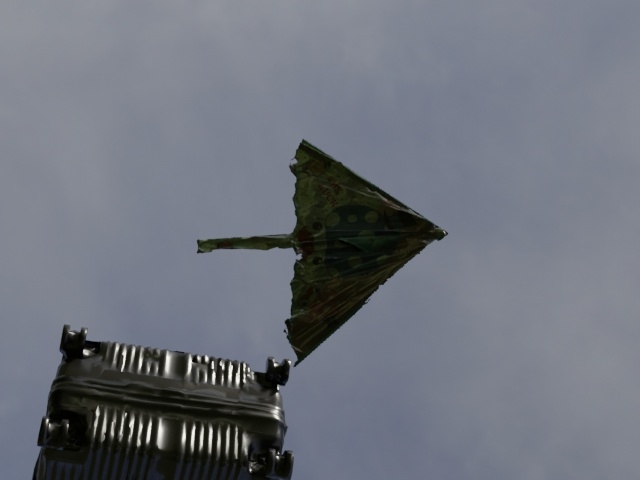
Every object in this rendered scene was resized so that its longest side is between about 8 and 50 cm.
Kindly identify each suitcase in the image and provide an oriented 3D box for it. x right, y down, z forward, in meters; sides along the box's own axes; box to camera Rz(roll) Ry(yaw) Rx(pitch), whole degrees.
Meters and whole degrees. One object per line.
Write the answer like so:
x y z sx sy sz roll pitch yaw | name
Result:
-0.171 0.260 1.020 0.152 0.230 0.335 -93 -164 -53 | suitcase

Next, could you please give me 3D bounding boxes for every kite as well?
0.000 0.000 1.491 0.368 0.014 0.406 -3 -126 5 | kite
